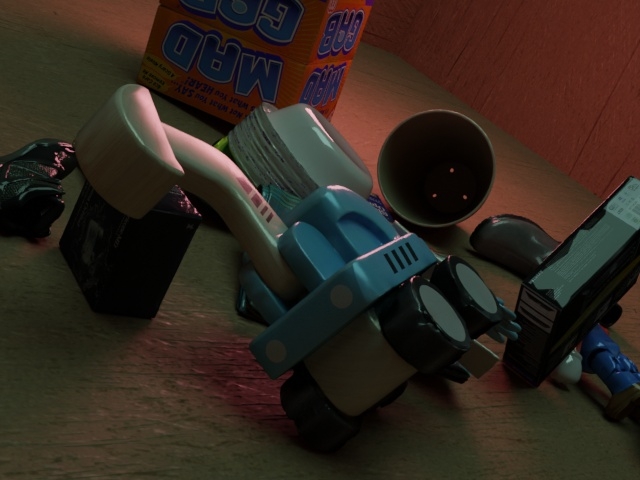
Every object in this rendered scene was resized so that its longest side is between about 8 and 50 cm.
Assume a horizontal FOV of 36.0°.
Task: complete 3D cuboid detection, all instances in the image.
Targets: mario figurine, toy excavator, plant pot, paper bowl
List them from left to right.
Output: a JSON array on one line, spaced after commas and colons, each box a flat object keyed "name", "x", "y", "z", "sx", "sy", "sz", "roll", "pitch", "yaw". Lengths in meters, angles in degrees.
[{"name": "toy excavator", "x": -0.041, "y": 0.015, "z": 1.171, "sx": 0.445, "sy": 0.222, "sz": 0.433, "roll": 52, "pitch": 23, "yaw": 8}, {"name": "paper bowl", "x": -0.019, "y": -0.125, "z": 1.723, "sx": 0.284, "sy": 0.148, "sz": 0.284, "roll": 47, "pitch": 12, "yaw": -13}, {"name": "plant pot", "x": 0.279, "y": -0.142, "z": 2.243, "sx": 0.256, "sy": 0.257, "sz": 0.274, "roll": 33, "pitch": 3, "yaw": 15}, {"name": "mario figurine", "x": 0.474, "y": 0.204, "z": 1.824, "sx": 0.321, "sy": 0.170, "sz": 0.198, "roll": 56, "pitch": -4, "yaw": 35}]

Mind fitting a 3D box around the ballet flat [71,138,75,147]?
[{"name": "ballet flat", "x": -0.327, "y": -0.123, "z": 1.555, "sx": 0.091, "sy": 0.077, "sz": 0.241, "roll": 12, "pitch": 24, "yaw": -37}]

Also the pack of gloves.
[{"name": "pack of gloves", "x": 0.178, "y": 0.078, "z": 1.399, "sx": 0.232, "sy": 0.195, "sz": 0.046, "roll": 39, "pitch": 63, "yaw": 8}]

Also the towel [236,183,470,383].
[{"name": "towel", "x": 0.060, "y": 0.061, "z": 1.517, "sx": 0.370, "sy": 0.040, "sz": 0.272, "roll": 19, "pitch": 41, "yaw": -15}]

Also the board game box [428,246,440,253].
[{"name": "board game box", "x": 0.179, "y": 0.054, "z": 1.846, "sx": 0.146, "sy": 0.045, "sz": 0.193, "roll": 29, "pitch": 20, "yaw": -2}]

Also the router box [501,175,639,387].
[{"name": "router box", "x": 0.442, "y": 0.070, "z": 1.656, "sx": 0.081, "sy": 0.243, "sz": 0.309, "roll": 37, "pitch": 61, "yaw": 26}]

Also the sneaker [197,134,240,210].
[{"name": "sneaker", "x": -0.168, "y": -0.102, "z": 1.724, "sx": 0.123, "sy": 0.109, "sz": 0.295, "roll": 52, "pitch": 11, "yaw": -14}]

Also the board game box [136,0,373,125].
[{"name": "board game box", "x": -0.133, "y": -0.465, "z": 2.207, "sx": 0.356, "sy": 0.357, "sz": 0.356, "roll": 24, "pitch": 18, "yaw": 12}]

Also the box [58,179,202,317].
[{"name": "box", "x": -0.246, "y": -0.011, "z": 1.256, "sx": 0.093, "sy": 0.156, "sz": 0.158, "roll": 11, "pitch": 25, "yaw": -39}]

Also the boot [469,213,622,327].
[{"name": "boot", "x": 0.507, "y": 0.066, "z": 2.182, "sx": 0.338, "sy": 0.118, "sz": 0.223, "roll": 16, "pitch": 27, "yaw": -21}]

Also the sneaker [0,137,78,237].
[{"name": "sneaker", "x": -0.378, "y": -0.068, "z": 1.334, "sx": 0.130, "sy": 0.087, "sz": 0.227, "roll": 33, "pitch": 22, "yaw": 9}]

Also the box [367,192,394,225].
[{"name": "box", "x": 0.083, "y": -0.059, "z": 2.024, "sx": 0.136, "sy": 0.037, "sz": 0.225, "roll": 20, "pitch": 22, "yaw": -22}]
